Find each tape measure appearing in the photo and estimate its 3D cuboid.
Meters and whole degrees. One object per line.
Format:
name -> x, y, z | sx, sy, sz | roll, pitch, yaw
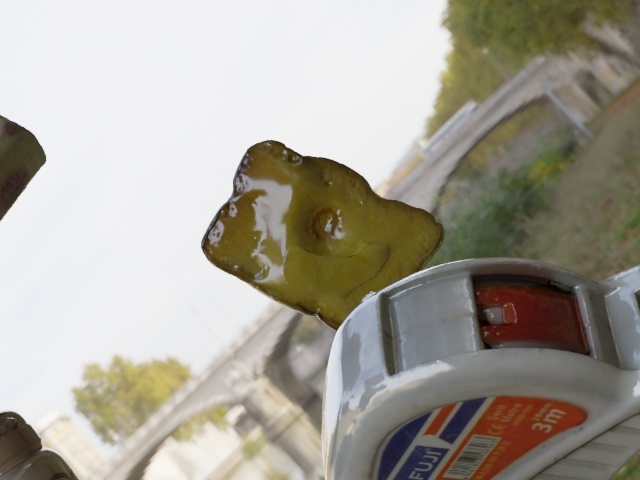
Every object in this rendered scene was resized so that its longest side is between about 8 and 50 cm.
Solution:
tape measure -> 0.135, 0.118, 0.933 | 0.258, 0.265, 0.130 | 116, 159, -47

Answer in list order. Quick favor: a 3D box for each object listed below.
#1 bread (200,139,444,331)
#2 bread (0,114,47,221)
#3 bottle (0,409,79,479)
bread -> 0.000, 0.000, 1.289 | 0.160, 0.233, 0.088 | -62, 9, -4
bread -> -0.504, -0.019, 1.469 | 0.338, 0.187, 0.155 | -58, -5, -19
bottle -> -0.298, 0.278, 1.269 | 0.097, 0.209, 0.110 | -32, -7, -41
